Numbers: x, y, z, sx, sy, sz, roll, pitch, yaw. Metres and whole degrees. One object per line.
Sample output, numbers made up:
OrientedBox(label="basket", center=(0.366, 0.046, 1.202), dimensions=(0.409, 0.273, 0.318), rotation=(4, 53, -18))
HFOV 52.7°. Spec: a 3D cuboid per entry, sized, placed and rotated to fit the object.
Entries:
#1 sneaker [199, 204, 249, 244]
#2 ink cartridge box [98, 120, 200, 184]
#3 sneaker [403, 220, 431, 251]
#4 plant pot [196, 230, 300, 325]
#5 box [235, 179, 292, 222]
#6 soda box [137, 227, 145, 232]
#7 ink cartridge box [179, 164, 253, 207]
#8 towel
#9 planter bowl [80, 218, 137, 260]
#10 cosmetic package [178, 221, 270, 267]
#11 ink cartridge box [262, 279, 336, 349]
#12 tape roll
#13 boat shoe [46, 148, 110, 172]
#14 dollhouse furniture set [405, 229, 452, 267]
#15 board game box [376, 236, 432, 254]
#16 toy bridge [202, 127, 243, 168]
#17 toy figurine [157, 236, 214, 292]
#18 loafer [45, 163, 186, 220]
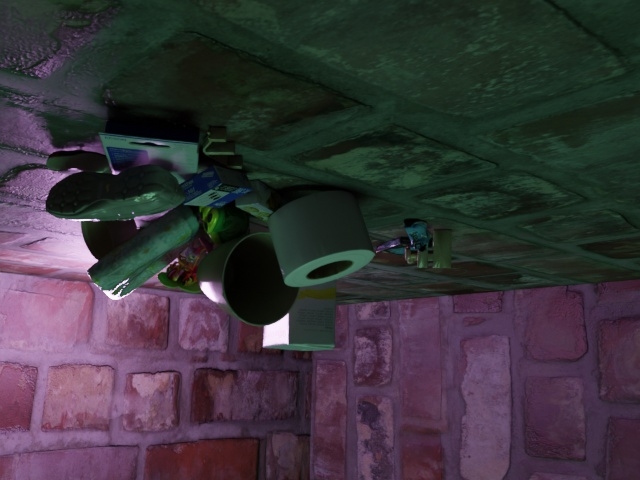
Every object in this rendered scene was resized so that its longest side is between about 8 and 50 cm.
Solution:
OrientedBox(label="sneaker", center=(-0.261, -0.067, 1.769), dimensions=(0.123, 0.110, 0.295), rotation=(-16, 171, -4))
OrientedBox(label="ink cartridge box", center=(-0.337, -0.170, 1.310), dimensions=(0.175, 0.069, 0.371), rotation=(5, 171, -11))
OrientedBox(label="sneaker", center=(0.300, -0.011, 1.975), dimensions=(0.063, 0.073, 0.162), rotation=(-5, 156, 28))
OrientedBox(label="plant pot", center=(-0.236, 0.101, 1.849), dimensions=(0.256, 0.257, 0.274), rotation=(10, 175, -38))
OrientedBox(label="box", center=(-0.123, -0.084, 1.707), dimensions=(0.067, 0.063, 0.324), rotation=(-3, 168, 20))
OrientedBox(label="soda box", center=(-0.537, 0.004, 2.194), dimensions=(0.058, 0.061, 0.181), rotation=(-7, 166, 37))
OrientedBox(label="ink cartridge box", center=(-0.228, -0.116, 1.421), dimensions=(0.097, 0.046, 0.207), rotation=(-27, 176, 11))
OrientedBox(label="towel", center=(-0.502, 0.043, 1.874), dimensions=(0.320, 0.090, 0.374), rotation=(-40, 179, -16))
OrientedBox(label="planter bowl", center=(-0.601, -0.027, 1.871), dimensions=(0.162, 0.162, 0.109), rotation=(-10, -170, 44))
OrientedBox(label="cosmetic package", center=(-0.312, 0.036, 2.110), dimensions=(0.296, 0.153, 0.129), rotation=(-8, 164, 33))
OrientedBox(label="ink cartridge box", center=(-0.067, 0.154, 2.067), dimensions=(0.160, 0.385, 0.279), rotation=(6, 167, -20))
OrientedBox(label="tape roll", center=(0.000, 0.000, 1.673), dimensions=(0.246, 0.169, 0.246), rotation=(-15, 162, -5))
OrientedBox(label="boat shoe", center=(-0.512, -0.172, 1.379), dimensions=(0.136, 0.049, 0.043), rotation=(-1, -149, -1))
OrientedBox(label="dollhouse furniture set", center=(0.353, 0.013, 2.136), dimensions=(0.144, 0.123, 0.151), rotation=(0, -168, 6))
OrientedBox(label="board game box", center=(0.292, 0.021, 2.274), dimensions=(0.126, 0.026, 0.186), rotation=(5, 168, -20))
OrientedBox(label="toy bridge", center=(-0.205, -0.186, 1.308), dimensions=(0.063, 0.026, 0.188), rotation=(2, 169, 5))
OrientedBox(label="toy figurine", center=(-0.397, 0.060, 1.978), dimensions=(0.130, 0.159, 0.173), rotation=(44, -157, 26))
OrientedBox(label="loafer", center=(-0.426, -0.084, 1.328), dimensions=(0.319, 0.112, 0.111), rotation=(-2, 158, 25))
